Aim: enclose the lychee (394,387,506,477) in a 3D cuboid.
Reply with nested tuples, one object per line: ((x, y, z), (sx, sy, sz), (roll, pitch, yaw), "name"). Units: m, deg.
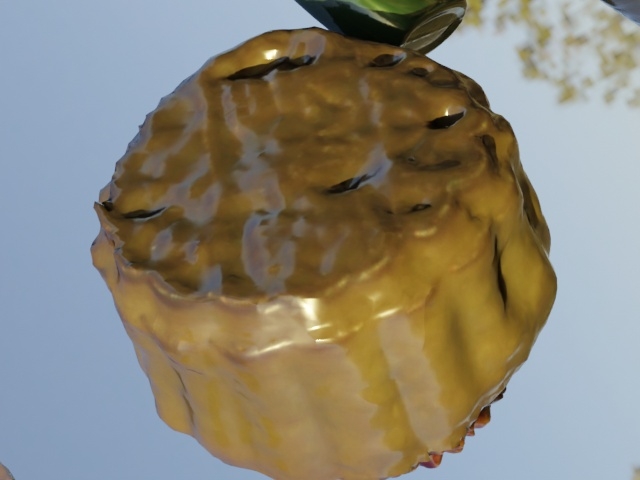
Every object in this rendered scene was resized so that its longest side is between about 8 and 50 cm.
((0.036, 0.058, 1.745), (0.330, 0.306, 0.306), (46, -163, 0), "lychee")

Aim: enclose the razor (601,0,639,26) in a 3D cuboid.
((0.195, -0.204, 0.970), (0.107, 0.189, 0.327), (21, -178, 41), "razor")

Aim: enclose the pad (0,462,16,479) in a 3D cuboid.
((-0.253, 0.202, 1.287), (0.006, 0.113, 0.188), (48, 174, -31), "pad")

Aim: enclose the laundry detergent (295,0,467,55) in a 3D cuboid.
((0.011, -0.225, 1.480), (0.211, 0.063, 0.137), (39, -143, 16), "laundry detergent")

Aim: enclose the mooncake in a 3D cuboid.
((0.001, 0.000, 1.325), (0.324, 0.324, 0.187), (-102, -5, -45), "mooncake")
